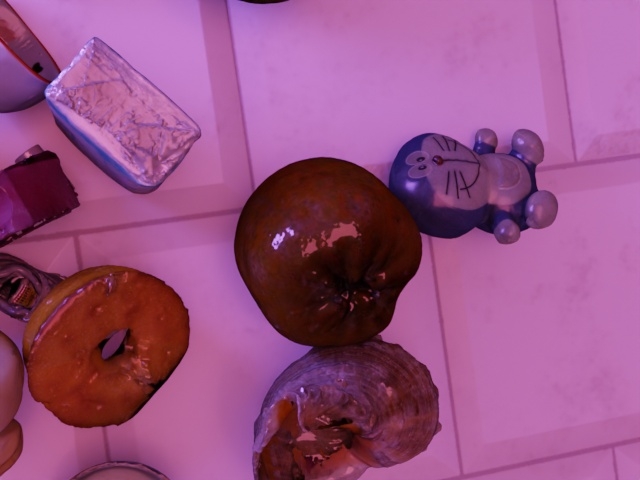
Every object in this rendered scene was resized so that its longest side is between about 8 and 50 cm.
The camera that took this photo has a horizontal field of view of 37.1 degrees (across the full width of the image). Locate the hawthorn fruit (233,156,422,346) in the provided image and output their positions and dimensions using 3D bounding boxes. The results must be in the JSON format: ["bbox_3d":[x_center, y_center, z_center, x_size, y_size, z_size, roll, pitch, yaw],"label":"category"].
[{"bbox_3d":[0.000,0.000,1.433,0.268,0.301,0.267,-16,129,-21],"label":"hawthorn fruit"}]

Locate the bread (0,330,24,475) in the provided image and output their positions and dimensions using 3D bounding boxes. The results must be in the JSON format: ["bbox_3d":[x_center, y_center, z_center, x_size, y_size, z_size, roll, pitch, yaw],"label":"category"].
[{"bbox_3d":[-0.607,0.236,1.248,0.424,0.329,0.245,-4,98,-10],"label":"bread"}]

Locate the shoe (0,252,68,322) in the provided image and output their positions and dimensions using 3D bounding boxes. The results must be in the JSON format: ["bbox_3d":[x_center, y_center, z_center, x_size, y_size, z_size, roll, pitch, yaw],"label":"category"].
[{"bbox_3d":[-0.424,0.081,1.413,0.180,0.092,0.089,31,84,-12],"label":"shoe"}]

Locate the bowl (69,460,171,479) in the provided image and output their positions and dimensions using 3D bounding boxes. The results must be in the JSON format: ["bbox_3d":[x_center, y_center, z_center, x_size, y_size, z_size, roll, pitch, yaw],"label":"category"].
[{"bbox_3d":[-0.308,0.423,1.432,0.211,0.112,0.211,0,91,-14],"label":"bowl"}]

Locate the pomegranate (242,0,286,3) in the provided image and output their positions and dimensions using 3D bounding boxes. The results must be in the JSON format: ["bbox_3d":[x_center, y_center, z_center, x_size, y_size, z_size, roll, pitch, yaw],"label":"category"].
[{"bbox_3d":[-0.108,-0.511,1.442,0.310,0.216,0.358,32,53,-11],"label":"pomegranate"}]

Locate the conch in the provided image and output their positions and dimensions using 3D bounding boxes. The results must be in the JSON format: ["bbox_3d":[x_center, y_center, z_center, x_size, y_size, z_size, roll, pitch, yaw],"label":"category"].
[{"bbox_3d":[0.009,0.262,1.457,0.352,0.210,0.297,30,105,-42],"label":"conch"}]

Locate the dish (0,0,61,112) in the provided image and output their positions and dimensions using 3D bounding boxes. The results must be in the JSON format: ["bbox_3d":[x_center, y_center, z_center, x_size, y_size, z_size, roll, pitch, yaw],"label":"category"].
[{"bbox_3d":[-0.486,-0.274,1.335,0.117,0.256,0.256,-38,99,5],"label":"dish"}]

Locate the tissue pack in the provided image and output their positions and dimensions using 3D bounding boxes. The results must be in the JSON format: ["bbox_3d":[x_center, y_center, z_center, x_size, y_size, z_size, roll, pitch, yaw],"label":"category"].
[{"bbox_3d":[-0.284,-0.165,1.355,0.201,0.271,0.124,45,81,-9],"label":"tissue pack"}]

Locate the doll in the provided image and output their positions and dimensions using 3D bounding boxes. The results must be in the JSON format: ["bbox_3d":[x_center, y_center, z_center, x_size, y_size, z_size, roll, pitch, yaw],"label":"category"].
[{"bbox_3d":[0.238,-0.090,1.543,0.258,0.154,0.228,9,55,-20],"label":"doll"}]

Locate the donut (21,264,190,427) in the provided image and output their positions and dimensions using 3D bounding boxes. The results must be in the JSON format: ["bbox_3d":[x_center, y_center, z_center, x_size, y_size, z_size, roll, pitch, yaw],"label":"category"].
[{"bbox_3d":[-0.314,0.151,1.392,0.253,0.118,0.253,-15,115,-36],"label":"donut"}]

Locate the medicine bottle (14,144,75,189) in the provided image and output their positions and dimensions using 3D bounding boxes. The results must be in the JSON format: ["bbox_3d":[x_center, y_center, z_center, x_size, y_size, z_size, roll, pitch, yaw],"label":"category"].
[{"bbox_3d":[-0.416,-0.096,1.436,0.052,0.052,0.089,-38,98,-11],"label":"medicine bottle"}]

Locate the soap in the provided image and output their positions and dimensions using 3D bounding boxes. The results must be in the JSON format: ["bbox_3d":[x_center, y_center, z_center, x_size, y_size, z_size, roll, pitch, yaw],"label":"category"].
[{"bbox_3d":[-0.489,-0.024,1.360,0.250,0.162,0.099,-25,101,19],"label":"soap"}]
